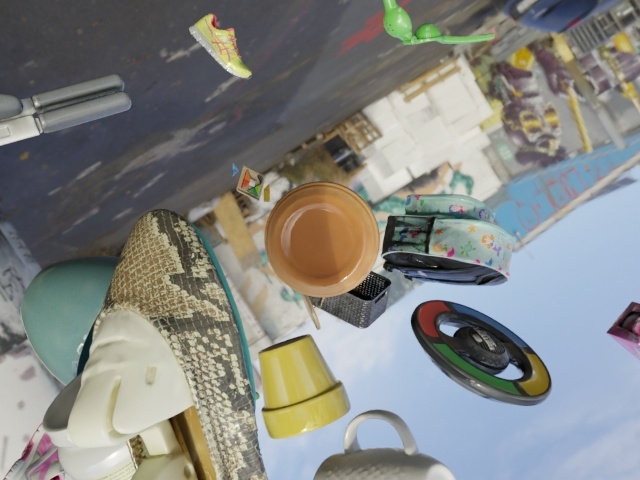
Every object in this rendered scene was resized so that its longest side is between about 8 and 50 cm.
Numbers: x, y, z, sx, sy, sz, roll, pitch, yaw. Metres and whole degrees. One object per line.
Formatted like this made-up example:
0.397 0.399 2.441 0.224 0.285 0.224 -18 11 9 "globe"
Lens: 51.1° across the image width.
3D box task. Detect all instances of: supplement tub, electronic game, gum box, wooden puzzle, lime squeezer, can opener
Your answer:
-0.310 0.378 1.197 0.235 0.325 0.235 -26 -158 12 "supplement tub"
0.240 0.163 1.003 0.048 0.229 0.229 -65 169 23 "electronic game"
0.495 0.164 0.918 0.062 0.188 0.107 -51 179 1 "gum box"
-0.165 -0.139 1.616 0.116 0.079 0.014 18 160 -36 "wooden puzzle"
0.173 -0.390 1.175 0.059 0.310 0.110 -7 -118 58 "lime squeezer"
-0.472 -0.229 1.162 0.280 0.074 0.093 -19 172 -21 "can opener"

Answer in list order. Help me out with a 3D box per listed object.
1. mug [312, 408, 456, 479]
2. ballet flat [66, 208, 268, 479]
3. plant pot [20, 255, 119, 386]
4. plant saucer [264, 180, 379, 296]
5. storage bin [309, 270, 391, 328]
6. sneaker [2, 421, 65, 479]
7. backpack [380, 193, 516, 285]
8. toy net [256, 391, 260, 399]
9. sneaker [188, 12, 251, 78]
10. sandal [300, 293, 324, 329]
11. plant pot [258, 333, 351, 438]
0.171 0.628 1.735 0.328 0.374 0.276 -22 165 39 "mug"
-0.132 0.213 0.625 0.164 0.483 0.182 -13 -176 39 "ballet flat"
-0.492 0.148 1.381 0.290 0.195 0.290 23 90 -81 "plant pot"
0.000 0.000 1.133 0.200 0.200 0.037 -32 180 9 "plant saucer"
0.066 0.121 1.612 0.122 0.180 0.084 -33 140 -48 "storage bin"
-0.614 0.492 1.500 0.103 0.111 0.252 -49 -167 37 "sneaker"
0.288 0.007 1.441 0.253 0.191 0.225 10 169 40 "backpack"
-0.183 0.229 0.876 0.232 0.122 0.045 4 -154 23 "toy net"
-0.254 -0.524 1.802 0.094 0.208 0.081 -44 -173 10 "sneaker"
-0.020 0.061 1.352 0.079 0.240 0.088 -23 148 -9 "sandal"
-0.067 0.407 1.917 0.253 0.239 0.254 -19 178 -1 "plant pot"
